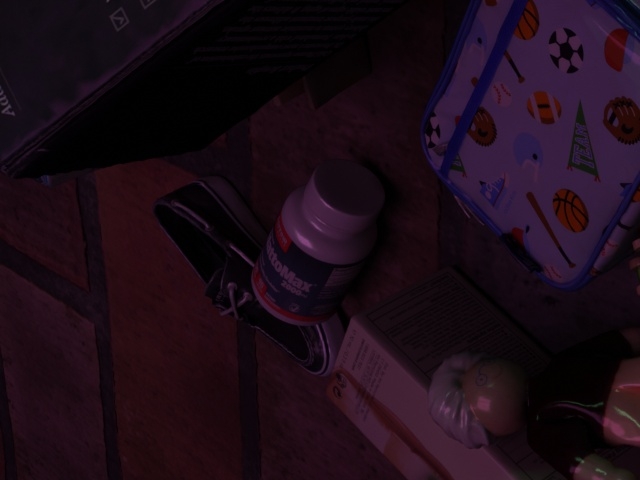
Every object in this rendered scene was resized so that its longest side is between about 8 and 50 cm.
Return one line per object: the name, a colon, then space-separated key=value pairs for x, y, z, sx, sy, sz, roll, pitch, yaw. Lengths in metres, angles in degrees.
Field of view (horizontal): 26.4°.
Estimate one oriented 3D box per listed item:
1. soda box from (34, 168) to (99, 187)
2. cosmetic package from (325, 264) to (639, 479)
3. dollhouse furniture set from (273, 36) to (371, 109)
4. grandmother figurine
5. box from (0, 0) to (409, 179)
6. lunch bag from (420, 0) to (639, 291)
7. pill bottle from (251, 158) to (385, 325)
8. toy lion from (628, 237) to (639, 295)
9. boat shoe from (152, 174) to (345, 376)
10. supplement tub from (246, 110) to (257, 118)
soda box: x=-0.277 y=-0.126 z=1.674 sx=0.058 sy=0.183 sz=0.063 roll=24 pitch=128 yaw=41
cosmetic package: x=0.163 y=0.182 z=1.342 sx=0.296 sy=0.153 sz=0.129 roll=45 pitch=139 yaw=27
dollhouse furniture set: x=-0.077 y=-0.274 z=1.438 sx=0.262 sy=0.135 sz=0.259 roll=13 pitch=130 yaw=46
grandmother figurine: x=0.254 y=0.133 z=1.162 sx=0.342 sy=0.208 sz=0.104 roll=-3 pitch=114 yaw=29
box: x=-0.117 y=-0.375 z=1.073 sx=0.472 sy=0.297 sz=0.479 roll=-31 pitch=82 yaw=29
lunch bag: x=0.203 y=-0.113 z=1.155 sx=0.243 sy=0.115 sz=0.303 roll=48 pitch=144 yaw=21
pill bottle: x=0.000 y=0.000 z=1.474 sx=0.108 sy=0.108 sz=0.180 roll=49 pitch=139 yaw=21
toy lion: x=0.310 y=0.011 z=1.139 sx=0.100 sy=0.096 sz=0.034 roll=60 pitch=-163 yaw=-72
boat shoe: x=-0.089 y=0.049 z=1.609 sx=0.301 sy=0.102 sz=0.108 roll=52 pitch=140 yaw=18
supplement tub: x=-0.127 y=-0.207 z=1.336 sx=0.198 sy=0.106 sz=0.106 roll=46 pitch=139 yaw=13
